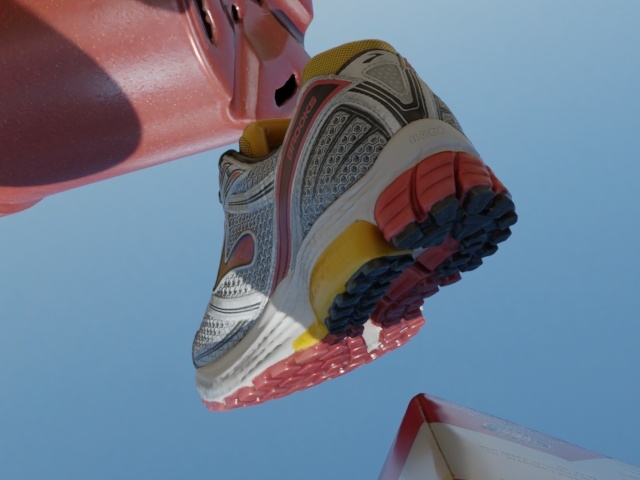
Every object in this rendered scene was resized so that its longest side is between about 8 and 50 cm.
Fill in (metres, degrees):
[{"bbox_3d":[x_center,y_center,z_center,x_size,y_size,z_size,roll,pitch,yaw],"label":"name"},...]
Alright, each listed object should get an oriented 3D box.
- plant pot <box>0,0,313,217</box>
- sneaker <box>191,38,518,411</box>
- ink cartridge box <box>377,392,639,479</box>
[{"bbox_3d":[-0.161,-0.146,0.997,0.265,0.272,0.272,-8,-162,22],"label":"plant pot"},{"bbox_3d":[0.000,0.000,0.623,0.088,0.093,0.225,-16,161,-31],"label":"sneaker"},{"bbox_3d":[0.068,0.132,0.389,0.128,0.127,0.176,20,-175,-3],"label":"ink cartridge box"}]
